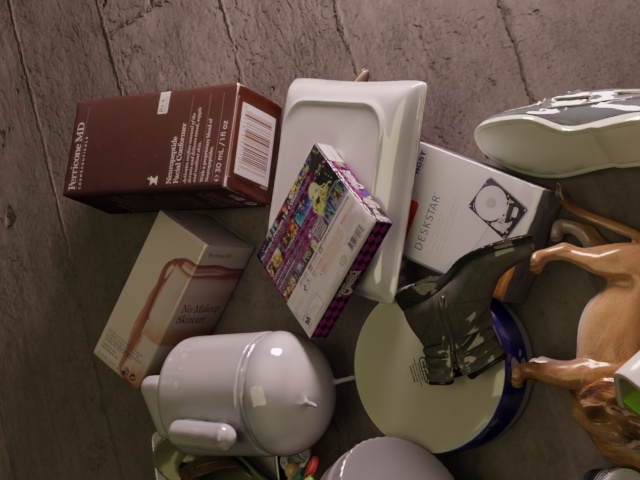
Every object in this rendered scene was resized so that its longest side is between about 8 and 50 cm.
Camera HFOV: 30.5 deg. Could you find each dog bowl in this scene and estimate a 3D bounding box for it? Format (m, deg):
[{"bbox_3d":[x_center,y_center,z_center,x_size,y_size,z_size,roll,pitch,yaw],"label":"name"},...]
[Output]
[{"bbox_3d":[0.187,0.194,1.810,0.265,0.104,0.265,-2,87,33],"label":"dog bowl"}]

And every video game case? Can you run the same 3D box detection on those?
[{"bbox_3d":[0.000,0.000,1.843,0.210,0.042,0.232,53,125,42],"label":"video game case"}]

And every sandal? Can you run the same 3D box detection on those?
[{"bbox_3d":[-0.170,0.407,1.987,0.303,0.086,0.120,24,100,32],"label":"sandal"}]

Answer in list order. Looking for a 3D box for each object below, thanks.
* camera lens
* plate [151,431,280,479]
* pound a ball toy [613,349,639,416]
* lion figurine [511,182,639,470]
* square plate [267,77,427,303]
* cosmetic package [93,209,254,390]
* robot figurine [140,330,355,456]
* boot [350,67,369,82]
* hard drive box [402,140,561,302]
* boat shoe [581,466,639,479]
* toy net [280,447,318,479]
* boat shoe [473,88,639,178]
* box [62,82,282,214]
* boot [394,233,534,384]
[{"bbox_3d":[0.070,0.452,1.765,0.219,0.219,0.274,51,136,25],"label":"camera lens"},{"bbox_3d":[-0.167,0.456,2.060,0.277,0.045,0.278,-14,80,32],"label":"plate"},{"bbox_3d":[0.558,0.141,1.482,0.319,0.136,0.208,-38,51,-12],"label":"pound a ball toy"},{"bbox_3d":[0.412,0.118,1.651,0.240,0.142,0.392,6,86,26],"label":"lion figurine"},{"bbox_3d":[0.021,-0.093,1.905,0.347,0.049,0.344,12,93,53],"label":"square plate"},{"bbox_3d":[-0.258,0.105,2.079,0.129,0.153,0.296,34,107,28],"label":"cosmetic package"},{"bbox_3d":[-0.122,0.250,1.909,0.353,0.300,0.200,-7,114,33],"label":"robot figurine"},{"bbox_3d":[0.072,-0.214,1.950,0.087,0.042,0.118,41,110,21],"label":"boot"},{"bbox_3d":[0.230,-0.030,1.804,0.232,0.089,0.181,24,100,32],"label":"hard drive box"},{"bbox_3d":[0.454,0.449,1.625,0.108,0.102,0.301,-32,90,-16],"label":"boat shoe"},{"bbox_3d":[-0.046,0.370,1.885,0.045,0.232,0.122,27,108,-5],"label":"toy net"},{"bbox_3d":[0.380,-0.166,1.730,0.319,0.116,0.099,0,44,40],"label":"boat shoe"},{"bbox_3d":[-0.267,-0.158,2.090,0.381,0.143,0.191,-2,75,35],"label":"box"},{"bbox_3d":[0.232,0.103,1.687,0.246,0.083,0.161,-33,77,33],"label":"boot"}]
